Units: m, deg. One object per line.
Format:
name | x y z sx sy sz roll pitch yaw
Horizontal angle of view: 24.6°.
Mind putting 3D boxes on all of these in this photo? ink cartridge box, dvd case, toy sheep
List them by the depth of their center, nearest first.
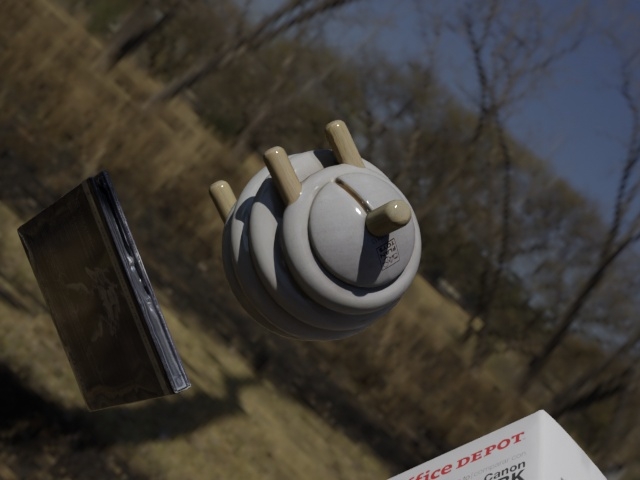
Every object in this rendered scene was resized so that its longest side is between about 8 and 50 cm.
toy sheep | 0.000 0.000 0.631 0.091 0.091 0.132 43 -23 -10
ink cartridge box | 0.069 0.151 0.633 0.056 0.099 0.135 48 29 -23
dvd case | -0.170 0.046 1.117 0.221 0.018 0.164 -21 -90 64
